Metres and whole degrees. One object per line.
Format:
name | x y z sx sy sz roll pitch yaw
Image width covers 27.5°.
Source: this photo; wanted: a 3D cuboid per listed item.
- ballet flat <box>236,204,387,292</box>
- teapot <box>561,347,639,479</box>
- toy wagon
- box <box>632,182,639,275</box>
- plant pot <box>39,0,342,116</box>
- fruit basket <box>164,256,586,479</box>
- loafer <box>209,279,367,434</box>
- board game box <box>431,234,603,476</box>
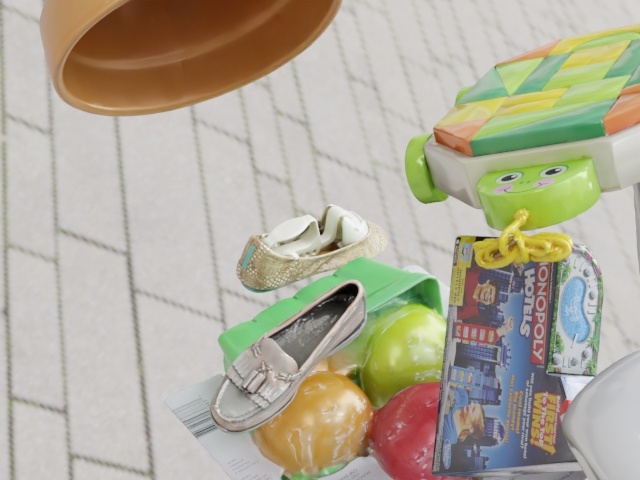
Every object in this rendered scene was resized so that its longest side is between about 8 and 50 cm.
ballet flat | 0.000 0.000 1.413 0.206 0.067 0.073 -21 45 -40
teapot | 0.264 0.140 0.695 0.256 0.187 0.252 59 3 28
toy wagon | 0.196 -0.083 0.981 0.344 0.267 0.068 -45 121 -54
box | 0.444 0.209 1.126 0.480 0.297 0.472 -80 159 -55
plant pot | -0.148 -0.276 1.258 0.291 0.291 0.203 -3 66 -52
fruit basket | 0.070 0.180 1.269 0.327 0.165 0.353 -29 47 -22
loafer | -0.020 0.067 0.803 0.045 0.039 0.125 41 63 19
board game box | 0.163 0.097 0.961 0.060 0.194 0.194 6 90 -26
